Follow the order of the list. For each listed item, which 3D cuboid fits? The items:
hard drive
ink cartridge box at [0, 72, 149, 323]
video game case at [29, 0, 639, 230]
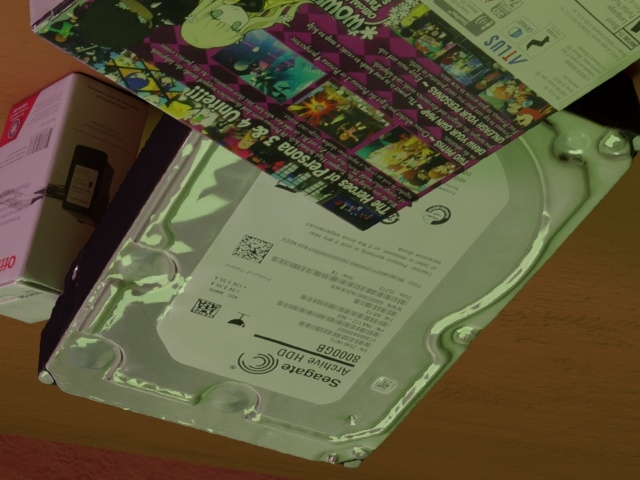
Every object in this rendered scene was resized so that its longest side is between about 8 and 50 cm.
[{"bbox_3d":[0.000,0.000,0.899,0.237,0.064,0.339,19,132,-22],"label":"hard drive"},{"bbox_3d":[-0.183,-0.024,1.032,0.063,0.150,0.109,23,159,-31],"label":"ink cartridge box"},{"bbox_3d":[0.024,-0.110,0.688,0.210,0.042,0.232,-34,138,27],"label":"video game case"}]
